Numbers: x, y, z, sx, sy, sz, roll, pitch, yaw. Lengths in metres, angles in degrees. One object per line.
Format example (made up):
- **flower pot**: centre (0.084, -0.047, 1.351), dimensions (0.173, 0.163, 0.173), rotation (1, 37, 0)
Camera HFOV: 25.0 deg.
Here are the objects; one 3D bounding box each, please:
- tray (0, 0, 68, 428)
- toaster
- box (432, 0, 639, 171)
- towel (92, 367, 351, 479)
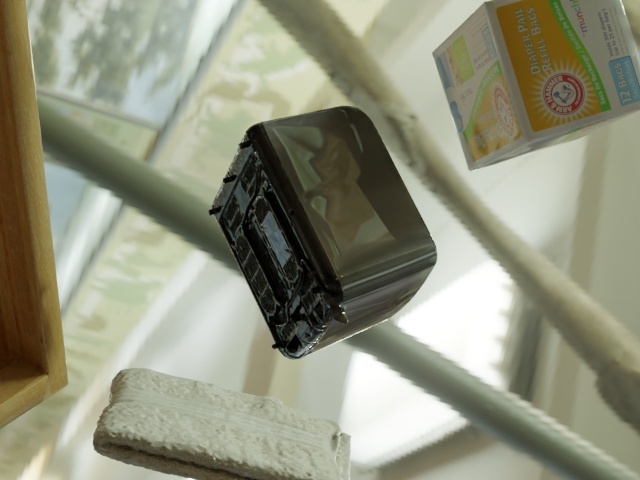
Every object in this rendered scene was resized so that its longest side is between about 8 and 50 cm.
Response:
- **tray**: centre (-0.211, -0.079, 0.549), dimensions (0.203, 0.076, 0.410), rotation (-34, 134, -45)
- **toaster**: centre (0.000, 0.000, 1.188), dimensions (0.185, 0.110, 0.168), rotation (64, -23, 16)
- **box**: centre (0.171, -0.131, 1.149), dimensions (0.203, 0.103, 0.114), rotation (147, -74, -82)
- **towel**: centre (-0.101, 0.215, 1.578), dimensions (0.187, 0.282, 0.049), rotation (-90, -165, -75)
